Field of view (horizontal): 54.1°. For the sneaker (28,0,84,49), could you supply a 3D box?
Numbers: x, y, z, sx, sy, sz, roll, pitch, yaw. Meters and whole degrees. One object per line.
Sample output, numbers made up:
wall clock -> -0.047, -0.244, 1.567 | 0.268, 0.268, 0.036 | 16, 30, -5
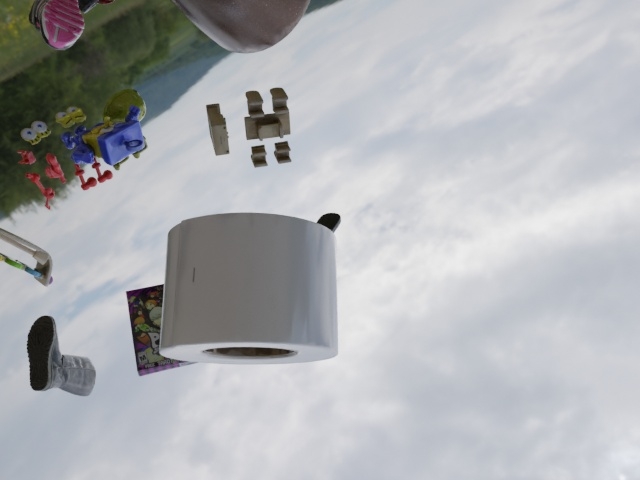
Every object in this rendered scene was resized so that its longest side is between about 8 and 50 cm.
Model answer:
sneaker -> -0.417, -0.342, 0.982 | 0.075, 0.063, 0.170 | -43, -131, 29

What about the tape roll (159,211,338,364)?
tape roll -> -0.096, 0.077, 0.879 | 0.246, 0.246, 0.169 | -14, -113, 38

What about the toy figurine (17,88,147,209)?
toy figurine -> -0.457, -0.211, 1.418 | 0.217, 0.191, 0.362 | 9, -147, 31

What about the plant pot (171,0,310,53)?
plant pot -> -0.153, -0.402, 0.878 | 0.215, 0.215, 0.230 | -22, 169, 24

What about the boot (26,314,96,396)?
boot -> -0.622, 0.286, 1.531 | 0.076, 0.190, 0.208 | -3, 167, 16

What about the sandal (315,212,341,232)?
sandal -> 0.000, 0.000, 1.321 | 0.067, 0.040, 0.179 | 6, -147, 23

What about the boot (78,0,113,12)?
boot -> -0.536, -0.673, 1.495 | 0.244, 0.176, 0.088 | -55, -159, -6

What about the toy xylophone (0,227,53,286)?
toy xylophone -> -0.768, 0.010, 1.467 | 0.236, 0.322, 0.081 | 10, -108, 59

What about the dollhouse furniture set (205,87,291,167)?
dollhouse furniture set -> -0.216, -0.353, 1.920 | 0.242, 0.212, 0.161 | -10, -146, -11

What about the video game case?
video game case -> -0.330, 0.195, 1.488 | 0.232, 0.042, 0.210 | -10, -120, -13
